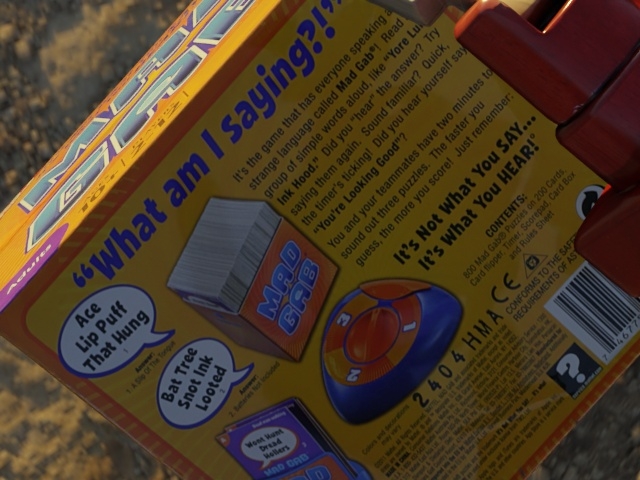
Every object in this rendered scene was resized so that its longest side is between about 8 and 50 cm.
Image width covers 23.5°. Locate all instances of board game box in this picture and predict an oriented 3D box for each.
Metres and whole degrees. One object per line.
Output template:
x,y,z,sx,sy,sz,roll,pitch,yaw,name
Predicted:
0.000,0.000,1.176,0.356,0.356,0.356,42,91,-16,board game box

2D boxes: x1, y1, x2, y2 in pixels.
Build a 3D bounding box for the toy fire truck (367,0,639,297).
0.115,-0.100,0.536,0.246,0.158,0.217,39,64,-4,toy fire truck
